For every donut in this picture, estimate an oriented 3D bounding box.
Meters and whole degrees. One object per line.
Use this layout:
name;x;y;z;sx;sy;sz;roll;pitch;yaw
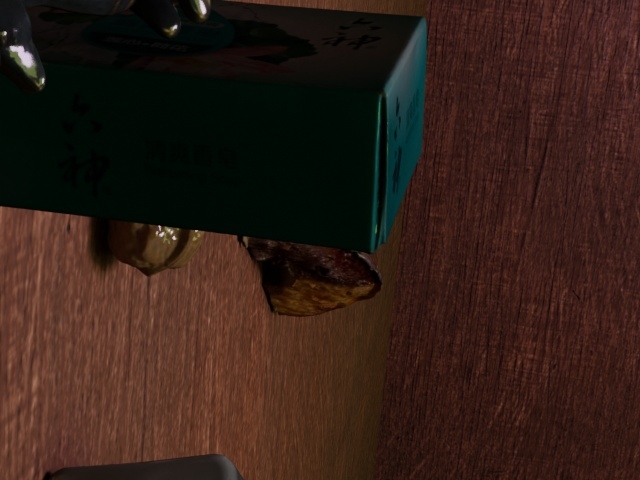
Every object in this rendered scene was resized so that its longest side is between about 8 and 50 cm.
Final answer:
donut;0.000;0.000;1.427;0.295;0.151;0.112;71;19;-68

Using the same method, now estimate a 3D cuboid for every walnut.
walnut;-0.124;-0.020;0.896;0.079;0.083;0.096;6;94;-52

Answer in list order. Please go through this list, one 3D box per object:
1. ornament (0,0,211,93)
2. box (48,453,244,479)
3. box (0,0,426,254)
ornament;-0.162;-0.154;0.509;0.202;0.080;0.236;61;38;-9
box;-0.124;0.216;0.866;0.124;0.172;0.092;80;5;-64
box;-0.070;-0.076;0.664;0.153;0.245;0.092;-64;157;-63
